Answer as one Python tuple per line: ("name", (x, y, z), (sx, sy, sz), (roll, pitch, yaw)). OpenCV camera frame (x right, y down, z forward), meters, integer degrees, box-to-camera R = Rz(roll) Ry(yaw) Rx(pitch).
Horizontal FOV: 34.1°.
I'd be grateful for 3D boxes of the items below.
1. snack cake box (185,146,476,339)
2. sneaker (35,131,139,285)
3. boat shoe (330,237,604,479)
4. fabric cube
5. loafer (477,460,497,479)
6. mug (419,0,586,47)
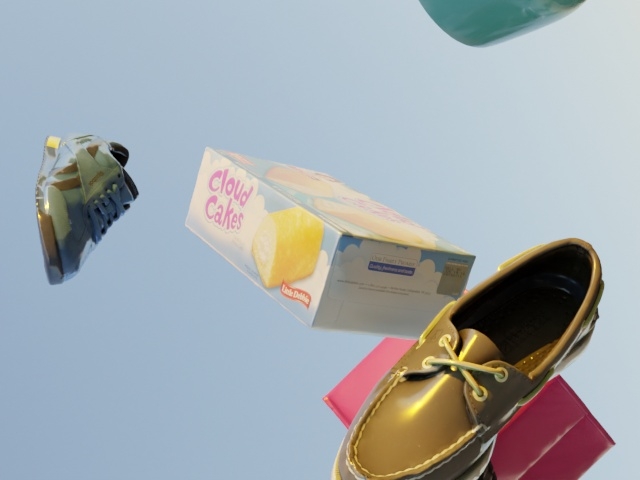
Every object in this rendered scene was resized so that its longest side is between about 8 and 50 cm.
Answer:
("snack cake box", (0.000, 0.000, 0.976), (0.152, 0.089, 0.264), (8, -165, -34))
("sneaker", (-0.198, -0.036, 0.894), (0.209, 0.082, 0.069), (-104, 15, -58))
("boat shoe", (0.122, 0.100, 0.827), (0.109, 0.091, 0.305), (35, -128, 27))
("fabric cube", (0.211, 0.256, 1.489), (0.259, 0.258, 0.254), (46, 180, -45))
("loafer", (0.137, 0.403, 1.211), (0.134, 0.130, 0.365), (-9, -81, -70))
("mug", (0.121, -0.211, 0.694), (0.158, 0.097, 0.129), (30, -119, -36))
